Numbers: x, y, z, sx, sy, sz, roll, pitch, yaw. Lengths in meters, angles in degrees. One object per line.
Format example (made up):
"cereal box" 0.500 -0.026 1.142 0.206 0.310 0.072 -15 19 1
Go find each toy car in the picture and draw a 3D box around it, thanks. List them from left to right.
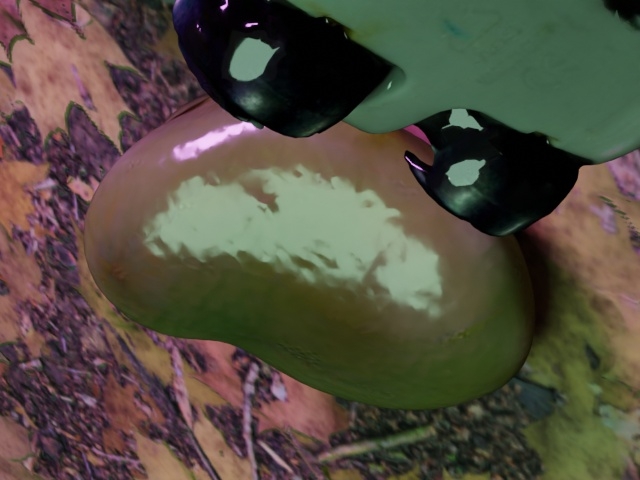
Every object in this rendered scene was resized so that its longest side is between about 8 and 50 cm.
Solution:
"toy car" 0.062 -0.135 0.776 0.188 0.255 0.190 -41 43 34

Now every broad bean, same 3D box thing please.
"broad bean" 0.000 0.000 1.051 0.263 0.121 0.189 17 127 16
